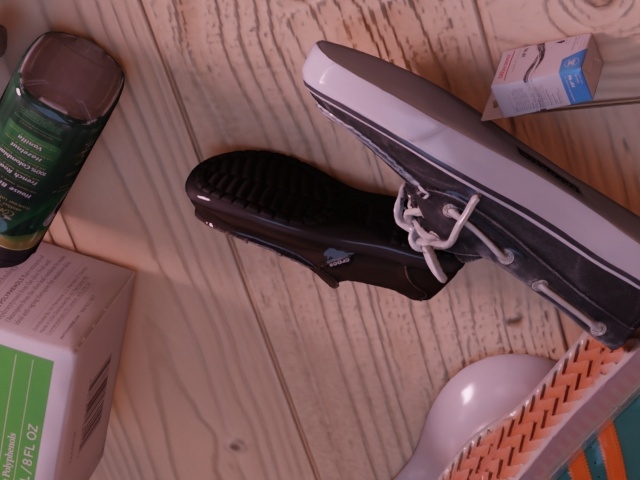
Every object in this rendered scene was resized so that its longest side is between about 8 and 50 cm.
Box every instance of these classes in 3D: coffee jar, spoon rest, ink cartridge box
[{"bbox_3d":[-0.220,-0.065,1.499,0.079,0.096,0.184,29,130,-7],"label":"coffee jar"},{"bbox_3d":[0.113,0.191,1.606,0.137,0.084,0.276,40,115,-15],"label":"spoon rest"},{"bbox_3d":[0.149,-0.113,1.363,0.083,0.048,0.028,-11,122,26],"label":"ink cartridge box"}]

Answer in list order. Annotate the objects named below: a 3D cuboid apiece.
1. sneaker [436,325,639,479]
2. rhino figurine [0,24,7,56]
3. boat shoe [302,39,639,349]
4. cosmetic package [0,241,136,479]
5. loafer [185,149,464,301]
[{"bbox_3d":[0.197,0.169,1.480,0.121,0.108,0.302,39,105,-19],"label":"sneaker"},{"bbox_3d":[-0.322,-0.200,1.442,0.106,0.073,0.243,2,129,47],"label":"rhino figurine"},{"bbox_3d":[0.106,-0.027,1.394,0.306,0.113,0.105,30,106,-13],"label":"boat shoe"},{"bbox_3d":[-0.354,0.081,1.602,0.365,0.155,0.197,16,118,7],"label":"cosmetic package"},{"bbox_3d":[0.000,0.000,1.482,0.220,0.080,0.078,18,130,5],"label":"loafer"}]
